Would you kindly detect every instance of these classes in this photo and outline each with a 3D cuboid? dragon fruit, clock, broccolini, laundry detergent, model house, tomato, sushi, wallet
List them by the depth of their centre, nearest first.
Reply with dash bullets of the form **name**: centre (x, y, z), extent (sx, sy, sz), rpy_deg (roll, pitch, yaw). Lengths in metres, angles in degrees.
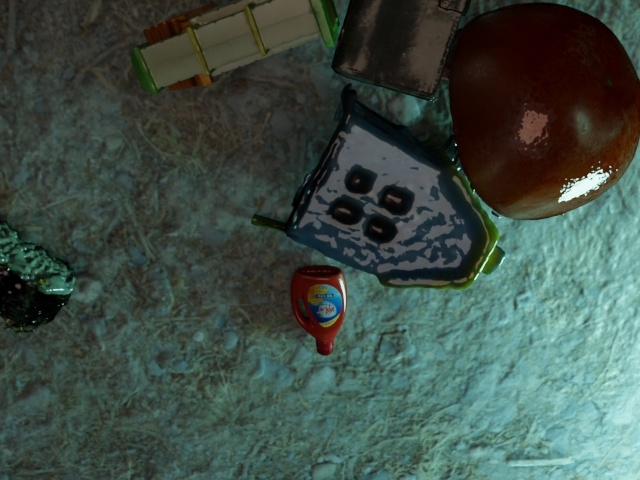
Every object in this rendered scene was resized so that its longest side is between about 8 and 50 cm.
- **clock**: centre (-0.111, -0.286, 0.838), extent (0.255, 0.220, 0.106), rpy_deg (-16, 113, 10)
- **tomato**: centre (0.333, -0.188, 0.859), extent (0.338, 0.143, 0.339), rpy_deg (5, 82, -35)
- **wallet**: centre (0.135, -0.371, 0.889), extent (0.168, 0.044, 0.317), rpy_deg (17, 104, 4)
- **model house**: centre (0.112, -0.053, 0.914), extent (0.303, 0.237, 0.216), rpy_deg (30, 106, -8)
- **dragon fruit**: centre (0.208, -0.271, 0.949), extent (0.060, 0.056, 0.083), rpy_deg (36, 103, -16)
- **sushi**: centre (-0.499, 0.058, 0.976), extent (0.212, 0.147, 0.115), rpy_deg (35, 104, -20)
- **broccolini**: centre (0.000, 0.000, 1.049), extent (0.238, 0.051, 0.054), rpy_deg (15, 154, -9)
- **laundry detergent**: centre (-0.002, 0.126, 1.094), extent (0.097, 0.049, 0.166), rpy_deg (0, 113, 3)

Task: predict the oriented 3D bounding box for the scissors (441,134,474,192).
- **scissors**: centre (0.230, -0.177, 1.005), extent (0.109, 0.022, 0.300), rpy_deg (14, 110, -10)
